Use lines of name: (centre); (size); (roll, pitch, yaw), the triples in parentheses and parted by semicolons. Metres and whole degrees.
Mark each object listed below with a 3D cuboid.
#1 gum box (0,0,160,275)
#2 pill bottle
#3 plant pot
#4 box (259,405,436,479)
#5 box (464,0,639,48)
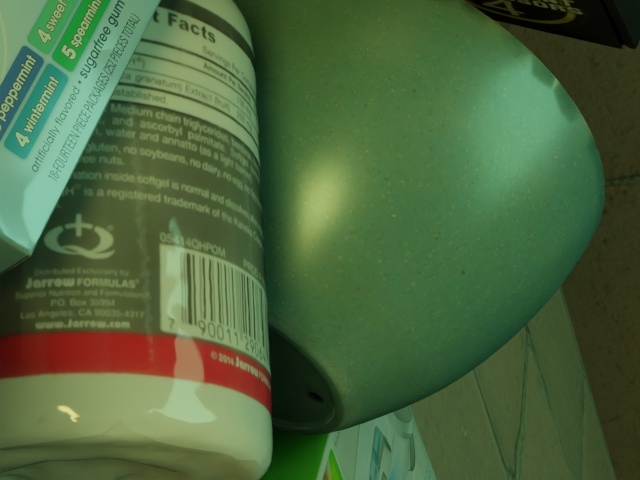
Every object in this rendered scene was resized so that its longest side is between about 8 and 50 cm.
gum box: (-0.165, -0.099, 0.581); (0.184, 0.041, 0.157); (36, 55, -22)
pill bottle: (-0.117, -0.034, 0.731); (0.176, 0.176, 0.318); (45, 37, -61)
plant pot: (0.000, 0.000, 0.896); (0.195, 0.290, 0.290); (-58, 141, -30)
box: (-0.007, 0.203, 1.033); (0.262, 0.127, 0.231); (-69, 143, -62)
box: (-0.026, -0.228, 0.790); (0.097, 0.395, 0.318); (-71, 160, -5)
